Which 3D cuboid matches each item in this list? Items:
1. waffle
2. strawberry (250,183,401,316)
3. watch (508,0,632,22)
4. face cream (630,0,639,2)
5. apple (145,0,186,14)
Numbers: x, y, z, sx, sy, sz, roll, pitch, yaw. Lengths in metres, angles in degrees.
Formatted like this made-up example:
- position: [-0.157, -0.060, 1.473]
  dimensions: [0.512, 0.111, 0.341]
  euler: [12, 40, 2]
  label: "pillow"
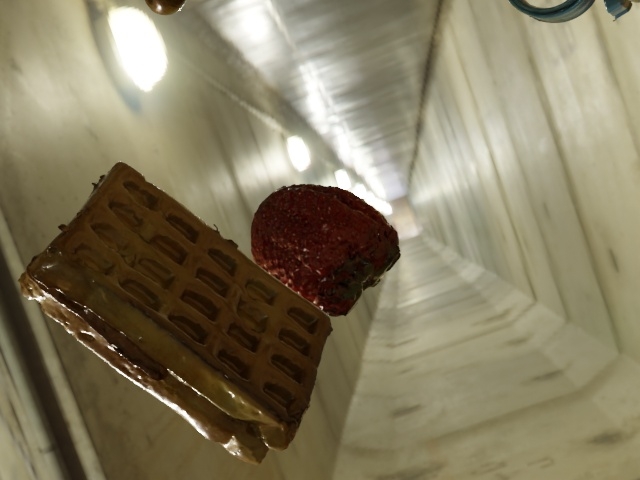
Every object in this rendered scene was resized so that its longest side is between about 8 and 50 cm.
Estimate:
- position: [-0.146, 0.074, 1.057]
  dimensions: [0.098, 0.327, 0.224]
  euler: [-46, -167, 28]
  label: "waffle"
- position: [0.000, 0.000, 1.942]
  dimensions: [0.238, 0.288, 0.250]
  euler: [-55, 164, 28]
  label: "strawberry"
- position: [0.406, -0.449, 1.625]
  dimensions: [0.193, 0.211, 0.211]
  euler: [-11, -173, 27]
  label: "watch"
- position: [0.376, -0.424, 1.390]
  dimensions: [0.341, 0.137, 0.084]
  euler: [8, 161, -40]
  label: "face cream"
- position: [-0.288, -0.461, 1.778]
  dimensions: [0.074, 0.089, 0.089]
  euler: [-40, -168, -25]
  label: "apple"
